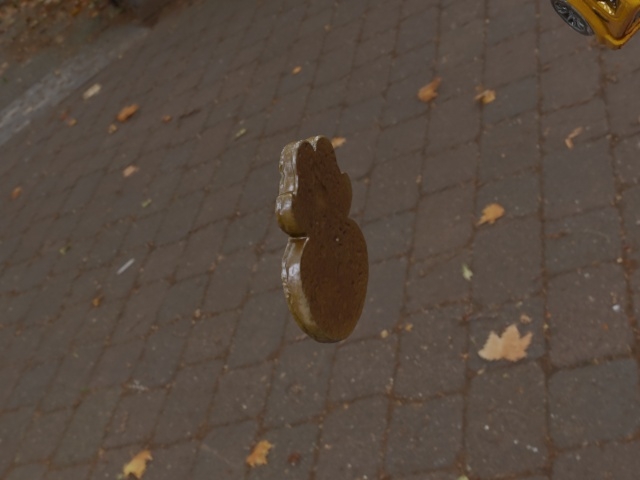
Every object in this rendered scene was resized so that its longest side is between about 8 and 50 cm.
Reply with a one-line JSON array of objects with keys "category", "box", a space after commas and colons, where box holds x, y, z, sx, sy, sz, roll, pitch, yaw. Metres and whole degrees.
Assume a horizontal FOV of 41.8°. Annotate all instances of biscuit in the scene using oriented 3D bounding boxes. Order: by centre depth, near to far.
[{"category": "biscuit", "box": [0.000, 0.000, 0.708, 0.026, 0.174, 0.124, -4, 11, 30]}]

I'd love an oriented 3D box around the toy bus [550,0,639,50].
[{"category": "toy bus", "box": [0.102, -0.168, 0.388, 0.069, 0.162, 0.074, -46, -11, 7]}]
